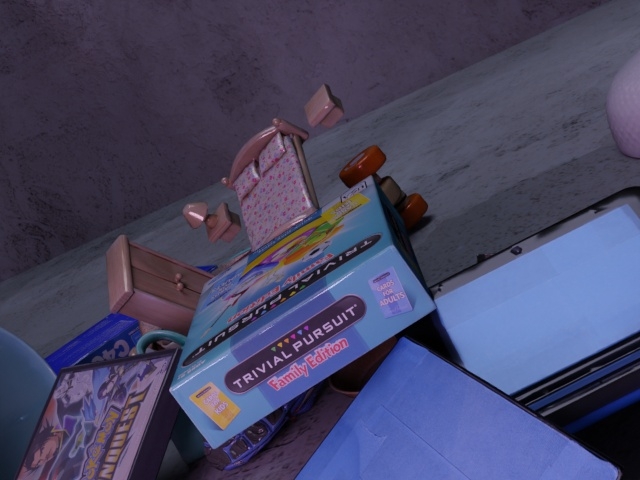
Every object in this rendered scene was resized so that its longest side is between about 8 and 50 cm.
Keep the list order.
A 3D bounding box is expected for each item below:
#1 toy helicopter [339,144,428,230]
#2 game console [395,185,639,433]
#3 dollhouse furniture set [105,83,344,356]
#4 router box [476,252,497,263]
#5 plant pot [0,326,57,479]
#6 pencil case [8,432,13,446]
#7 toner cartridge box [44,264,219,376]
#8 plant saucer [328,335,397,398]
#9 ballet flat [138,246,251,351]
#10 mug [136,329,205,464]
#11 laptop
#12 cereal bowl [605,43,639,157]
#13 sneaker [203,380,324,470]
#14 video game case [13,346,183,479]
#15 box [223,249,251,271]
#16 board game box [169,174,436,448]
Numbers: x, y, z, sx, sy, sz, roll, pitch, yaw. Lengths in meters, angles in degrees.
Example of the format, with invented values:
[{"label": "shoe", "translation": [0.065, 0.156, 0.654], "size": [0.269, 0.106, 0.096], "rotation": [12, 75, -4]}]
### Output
[{"label": "toy helicopter", "translation": [0.000, 0.000, 1.720], "size": [0.355, 0.140, 0.235], "rotation": [-28, 18, 51]}, {"label": "game console", "translation": [0.212, 0.061, 0.870], "size": [0.293, 0.173, 0.250], "rotation": [-28, -11, 3]}, {"label": "dollhouse furniture set", "translation": [-0.114, -0.018, 1.326], "size": [0.355, 0.174, 0.303], "rotation": [-47, 38, 26]}, {"label": "router box", "translation": [0.234, 0.044, 1.132], "size": [0.122, 0.038, 0.092], "rotation": [-4, 20, 14]}, {"label": "plant pot", "translation": [-0.500, 0.276, 1.296], "size": [0.235, 0.293, 0.293], "rotation": [-35, 8, 33]}, {"label": "pencil case", "translation": [-0.444, 0.291, 1.516], "size": [0.095, 0.098, 0.209], "rotation": [15, -7, -26]}, {"label": "toner cartridge box", "translation": [-0.332, 0.165, 1.783], "size": [0.348, 0.075, 0.165], "rotation": [-36, 17, -29]}, {"label": "plant saucer", "translation": [0.104, 0.129, 1.154], "size": [0.199, 0.036, 0.198], "rotation": [-25, 14, 7]}, {"label": "ballet flat", "translation": [-0.160, 0.110, 1.627], "size": [0.316, 0.107, 0.106], "rotation": [-30, 46, 25]}, {"label": "mug", "translation": [-0.154, 0.177, 1.219], "size": [0.097, 0.157, 0.129], "rotation": [-27, 7, -10]}, {"label": "laptop", "translation": [-0.074, 0.216, 0.721], "size": [0.408, 0.236, 0.382], "rotation": [2, 6, -15]}, {"label": "cereal bowl", "translation": [0.566, -0.257, 1.458], "size": [0.339, 0.141, 0.339], "rotation": [-25, 14, 7]}, {"label": "sneaker", "translation": [-0.047, 0.184, 1.174], "size": [0.083, 0.087, 0.221], "rotation": [26, 60, 34]}, {"label": "video game case", "translation": [-0.265, 0.258, 1.123], "size": [0.248, 0.035, 0.274], "rotation": [-15, 49, 44]}, {"label": "box", "translation": [-0.004, 0.051, 1.454], "size": [0.149, 0.126, 0.232], "rotation": [-37, 16, -35]}, {"label": "board game box", "translation": [-0.020, 0.058, 1.094], "size": [0.254, 0.079, 0.336], "rotation": [-33, 12, 7]}]
